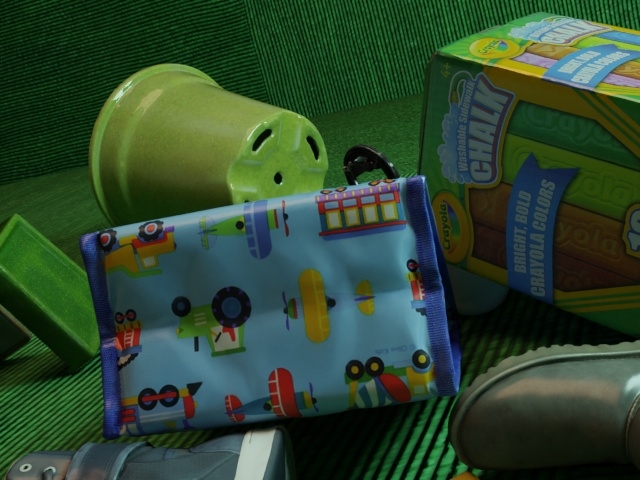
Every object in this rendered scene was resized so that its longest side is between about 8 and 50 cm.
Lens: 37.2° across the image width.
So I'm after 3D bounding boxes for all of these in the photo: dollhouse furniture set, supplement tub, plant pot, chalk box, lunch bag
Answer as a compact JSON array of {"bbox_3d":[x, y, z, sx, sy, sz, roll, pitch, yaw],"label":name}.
[{"bbox_3d":[-0.355,0.145,0.932,0.197,0.151,0.301,-32,25,24],"label":"dollhouse furniture set"},{"bbox_3d":[0.138,0.020,0.875,0.071,0.071,0.107,-13,14,10],"label":"supplement tub"},{"bbox_3d":[-0.138,-0.104,1.336,0.254,0.276,0.276,14,30,42],"label":"plant pot"},{"bbox_3d":[0.191,-0.071,0.770,0.289,0.180,0.179,21,33,34],"label":"chalk box"},{"bbox_3d":[-0.012,0.056,0.712,0.221,0.138,0.293,-9,-7,9],"label":"lunch bag"}]

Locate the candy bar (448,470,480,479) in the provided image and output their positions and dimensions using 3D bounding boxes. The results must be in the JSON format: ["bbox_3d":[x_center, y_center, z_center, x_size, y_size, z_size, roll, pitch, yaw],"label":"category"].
[{"bbox_3d":[0.110,0.154,0.489,0.040,0.018,0.161,-22,14,-25],"label":"candy bar"}]

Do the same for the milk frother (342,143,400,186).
[{"bbox_3d":[0.023,-0.002,0.909,0.129,0.143,0.135,-27,5,33],"label":"milk frother"}]

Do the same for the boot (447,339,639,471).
[{"bbox_3d":[0.175,0.117,0.480,0.190,0.076,0.208,-17,20,0],"label":"boot"}]

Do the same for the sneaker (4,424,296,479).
[{"bbox_3d":[-0.102,0.166,0.498,0.163,0.086,0.226,-5,6,4],"label":"sneaker"}]
